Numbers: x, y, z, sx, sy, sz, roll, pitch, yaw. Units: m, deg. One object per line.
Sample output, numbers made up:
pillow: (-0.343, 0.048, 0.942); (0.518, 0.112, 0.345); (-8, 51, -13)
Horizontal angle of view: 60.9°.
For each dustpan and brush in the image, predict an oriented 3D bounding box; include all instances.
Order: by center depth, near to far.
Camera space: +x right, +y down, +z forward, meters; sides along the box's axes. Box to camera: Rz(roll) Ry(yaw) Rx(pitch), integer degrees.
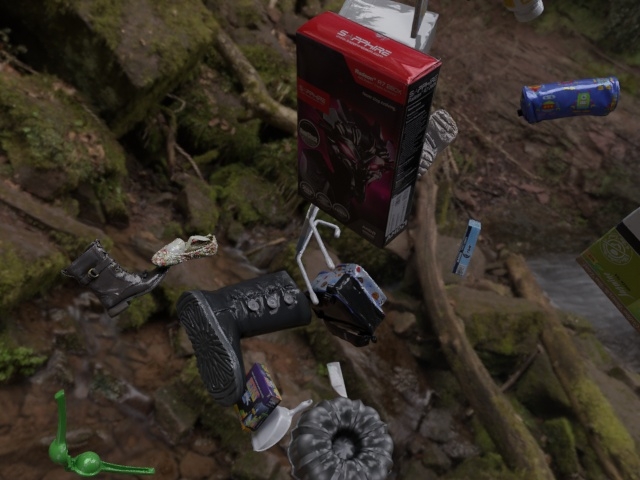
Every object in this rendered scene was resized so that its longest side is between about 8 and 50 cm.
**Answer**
dustpan and brush: (-0.121, 0.549, 1.687); (0.060, 0.211, 0.147); (47, 7, -33)

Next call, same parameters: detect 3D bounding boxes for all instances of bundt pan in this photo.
bundt pan: (0.070, 0.613, 1.617); (0.331, 0.124, 0.330); (6, 54, -8)

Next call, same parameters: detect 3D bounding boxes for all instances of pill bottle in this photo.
pill bottle: (0.529, -0.680, 1.445); (0.184, 0.103, 0.103); (48, 4, -39)

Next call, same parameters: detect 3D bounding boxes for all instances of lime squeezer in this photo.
lime squeezer: (-0.464, 0.417, 1.088); (0.059, 0.110, 0.310); (23, -31, 48)

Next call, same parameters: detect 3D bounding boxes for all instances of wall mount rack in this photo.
wall mount rack: (0.000, 0.000, 1.615); (0.131, 0.350, 0.304); (21, 54, 1)

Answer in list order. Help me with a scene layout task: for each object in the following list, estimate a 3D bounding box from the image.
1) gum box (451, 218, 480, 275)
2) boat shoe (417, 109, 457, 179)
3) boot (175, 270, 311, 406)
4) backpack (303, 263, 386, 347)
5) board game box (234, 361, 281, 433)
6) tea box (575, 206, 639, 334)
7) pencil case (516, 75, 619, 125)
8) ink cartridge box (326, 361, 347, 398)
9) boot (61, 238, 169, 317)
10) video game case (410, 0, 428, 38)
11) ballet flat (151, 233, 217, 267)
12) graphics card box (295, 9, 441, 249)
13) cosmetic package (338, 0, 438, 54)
gum box: (0.465, 0.019, 1.729); (0.041, 0.156, 0.184); (19, 13, 12)
boat shoe: (0.233, -0.230, 1.444); (0.123, 0.324, 0.116); (59, -30, -9)
boot: (-0.196, 0.291, 1.734); (0.445, 0.146, 0.366); (-4, 65, -54)
backpack: (0.076, 0.205, 1.899); (0.263, 0.213, 0.276); (-7, -55, 51)
board game box: (-0.203, 0.483, 1.683); (0.048, 0.141, 0.170); (35, 6, -33)
tea box: (0.984, 0.068, 1.540); (0.329, 0.220, 0.323); (56, -23, 21)
pencil case: (0.821, -0.464, 1.813); (0.306, 0.133, 0.119); (-4, 13, 13)
ink cartridge box: (0.073, 0.596, 2.092); (0.181, 0.056, 0.224); (87, -8, -65)
boot: (-0.634, 0.090, 1.703); (0.229, 0.263, 0.091); (54, -20, -11)
video game case: (0.223, -0.538, 1.165); (0.015, 0.119, 0.166); (16, -33, 10)
ballet flat: (-0.440, 0.024, 1.775); (0.091, 0.077, 0.241); (33, 30, 31)
graphics card box: (0.066, -0.182, 0.972); (0.233, 0.370, 0.094); (35, 57, 25)
cosmetic package: (0.161, -0.520, 1.362); (0.238, 0.127, 0.107); (24, -17, 10)
